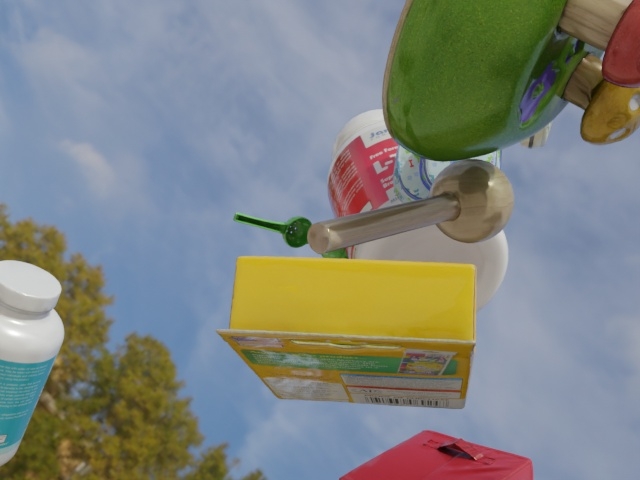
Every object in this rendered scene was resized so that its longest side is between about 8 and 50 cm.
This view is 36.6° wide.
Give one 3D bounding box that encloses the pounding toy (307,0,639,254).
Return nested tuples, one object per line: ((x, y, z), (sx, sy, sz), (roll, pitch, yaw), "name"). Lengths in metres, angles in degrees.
((0.119, -0.078, 0.504), (0.110, 0.183, 0.236), (35, -65, 23), "pounding toy")

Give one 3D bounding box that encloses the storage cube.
((0.154, 0.385, 1.285), (0.184, 0.193, 0.214), (8, -74, 41), "storage cube")

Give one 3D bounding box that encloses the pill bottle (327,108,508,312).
((0.136, -0.056, 1.568), (0.407, 0.229, 0.229), (-108, 180, -58), "pill bottle")

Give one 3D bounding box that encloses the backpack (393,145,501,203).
((0.138, -0.082, 1.051), (0.114, 0.104, 0.084), (5, -10, 2), "backpack")

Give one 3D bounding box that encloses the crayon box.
((0.038, 0.086, 0.889), (0.203, 0.083, 0.323), (2, -17, 7), "crayon box")

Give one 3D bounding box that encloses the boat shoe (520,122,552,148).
((0.220, -0.355, 1.258), (0.156, 0.186, 0.499), (-6, -63, 23), "boat shoe")

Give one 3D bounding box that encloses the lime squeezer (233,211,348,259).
((0.000, 0.000, 1.651), (0.311, 0.058, 0.110), (22, -6, -10), "lime squeezer")

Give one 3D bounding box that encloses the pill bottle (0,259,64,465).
((-0.431, 0.161, 1.277), (0.146, 0.146, 0.264), (34, -71, 20), "pill bottle")
